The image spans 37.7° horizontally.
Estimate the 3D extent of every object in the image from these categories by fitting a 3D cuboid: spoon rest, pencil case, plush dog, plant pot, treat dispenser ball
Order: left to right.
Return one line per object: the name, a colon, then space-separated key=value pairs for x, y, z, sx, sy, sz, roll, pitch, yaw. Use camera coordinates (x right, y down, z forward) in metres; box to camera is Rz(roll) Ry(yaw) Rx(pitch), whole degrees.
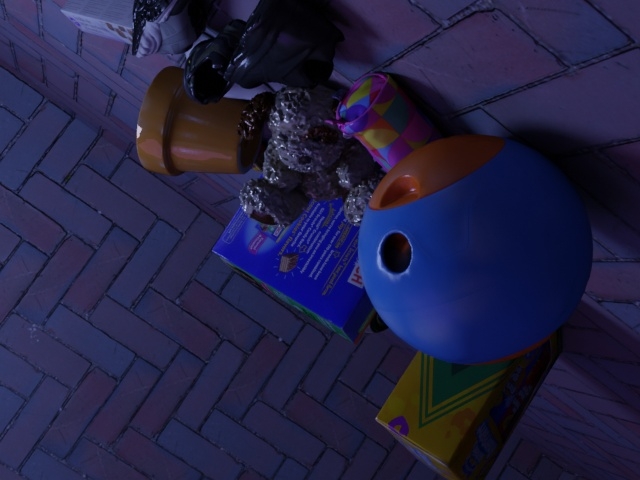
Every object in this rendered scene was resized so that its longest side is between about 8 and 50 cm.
plant pot: x=-0.216 y=-0.209 z=1.769 sx=0.188 sy=0.205 sz=0.205 roll=15 pitch=165 yaw=14
spoon rest: x=-0.132 y=-0.254 z=1.620 sx=0.276 sy=0.084 sz=0.137 roll=50 pitch=165 yaw=-13
plush dog: x=-0.003 y=-0.153 z=1.464 sx=0.262 sy=0.211 sz=0.225 roll=2 pitch=145 yaw=14
pencil case: x=0.117 y=-0.130 z=1.294 sx=0.236 sy=0.104 sz=0.104 roll=39 pitch=169 yaw=-30
treat dispenser ball: x=0.191 y=0.011 z=1.170 sx=0.288 sy=0.288 sz=0.288 roll=33 pitch=170 yaw=7

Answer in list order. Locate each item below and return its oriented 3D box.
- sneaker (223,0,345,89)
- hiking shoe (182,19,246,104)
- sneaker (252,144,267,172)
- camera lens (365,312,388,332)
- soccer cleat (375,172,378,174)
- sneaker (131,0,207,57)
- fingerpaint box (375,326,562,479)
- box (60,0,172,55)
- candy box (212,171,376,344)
sneaker: x=-0.050 y=-0.248 z=1.270 sx=0.130 sy=0.109 sz=0.286 roll=29 pitch=173 yaw=-9
hiking shoe: x=-0.179 y=-0.260 z=1.466 sx=0.086 sy=0.114 sz=0.227 roll=41 pitch=152 yaw=-11
sneaker: x=-0.162 y=-0.198 z=1.945 sx=0.084 sy=0.070 sz=0.185 roll=22 pitch=165 yaw=29
camera lens: x=0.063 y=0.046 z=1.939 sx=0.274 sy=0.219 sz=0.219 roll=29 pitch=169 yaw=24
soccer cleat: x=0.036 y=-0.135 z=1.653 sx=0.179 sy=0.060 sz=0.072 roll=36 pitch=-177 yaw=-15
sneaker: x=-0.214 y=-0.348 z=1.390 sx=0.108 sy=0.100 sz=0.271 roll=1 pitch=172 yaw=-18
fingerpaint box: x=0.307 y=0.272 z=1.799 sx=0.163 sy=0.371 sz=0.445 roll=30 pitch=168 yaw=24
box: x=-0.347 y=-0.390 z=1.646 sx=0.324 sy=0.067 sz=0.063 roll=23 pitch=165 yaw=45
candy box: x=0.000 y=0.000 z=1.786 sx=0.317 sy=0.268 sz=0.122 roll=30 pitch=172 yaw=25
